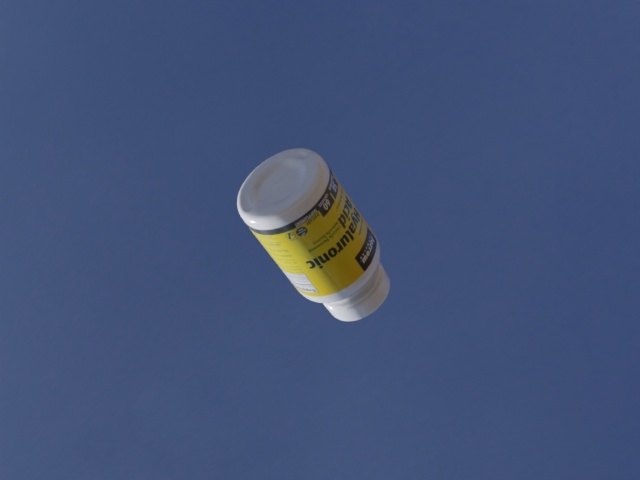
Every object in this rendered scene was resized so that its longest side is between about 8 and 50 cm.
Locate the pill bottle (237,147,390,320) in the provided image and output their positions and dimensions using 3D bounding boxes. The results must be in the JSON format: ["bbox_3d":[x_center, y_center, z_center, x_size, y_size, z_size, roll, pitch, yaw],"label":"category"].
[{"bbox_3d":[0.000,0.000,0.854,0.065,0.065,0.116,-58,-46,-25],"label":"pill bottle"}]
